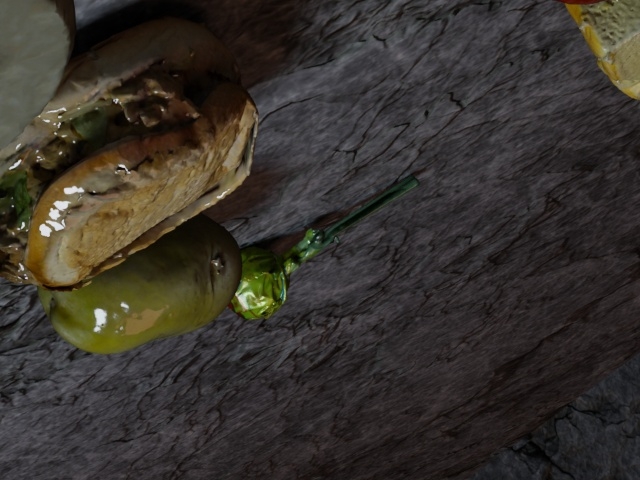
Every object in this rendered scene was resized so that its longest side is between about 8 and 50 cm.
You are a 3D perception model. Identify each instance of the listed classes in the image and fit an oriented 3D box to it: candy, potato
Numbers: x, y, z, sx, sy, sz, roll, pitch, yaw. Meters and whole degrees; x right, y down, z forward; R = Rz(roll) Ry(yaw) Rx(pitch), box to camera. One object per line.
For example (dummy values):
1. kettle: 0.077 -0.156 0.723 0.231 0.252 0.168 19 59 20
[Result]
1. candy: 0.000 0.000 1.906 0.262 0.073 0.077 -32 134 -2
2. potato: -0.178 0.039 1.658 0.200 0.137 0.154 -13 158 -35

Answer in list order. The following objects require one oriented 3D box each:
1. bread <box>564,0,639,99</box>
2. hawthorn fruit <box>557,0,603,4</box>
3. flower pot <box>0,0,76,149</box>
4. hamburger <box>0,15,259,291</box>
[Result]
1. bread: 0.234 -0.222 1.426 0.068 0.188 0.125 -30 158 13
2. hawthorn fruit: 0.210 -0.257 1.281 0.179 0.200 0.179 -14 159 -6
3. flower pot: -0.261 -0.182 0.708 0.293 0.330 0.293 -22 161 -8
4. hamburger: -0.175 -0.064 1.397 0.286 0.146 0.243 -42 162 23
